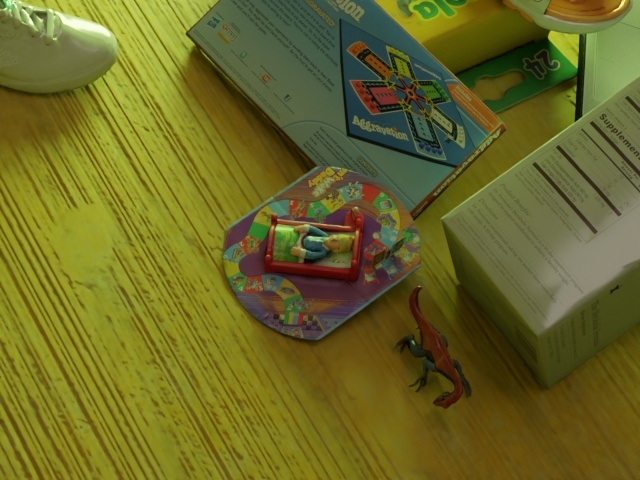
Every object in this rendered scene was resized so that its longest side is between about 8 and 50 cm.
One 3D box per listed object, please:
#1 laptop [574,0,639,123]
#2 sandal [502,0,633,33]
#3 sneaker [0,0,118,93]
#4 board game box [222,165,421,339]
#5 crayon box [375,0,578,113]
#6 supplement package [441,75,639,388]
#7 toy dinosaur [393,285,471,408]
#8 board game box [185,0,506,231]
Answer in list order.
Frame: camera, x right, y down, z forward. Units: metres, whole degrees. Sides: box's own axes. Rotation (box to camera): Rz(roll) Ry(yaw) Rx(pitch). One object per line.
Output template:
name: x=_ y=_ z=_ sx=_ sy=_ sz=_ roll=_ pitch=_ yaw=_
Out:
laptop: x=0.468 y=-0.166 z=1.602 sx=0.408 sy=0.236 sz=0.382 roll=17 pitch=50 yaw=-9
sandal: x=0.174 y=-0.286 z=1.622 sx=0.265 sy=0.076 sz=0.102 roll=33 pitch=52 yaw=12
sneaker: x=-0.282 y=-0.191 z=1.531 sx=0.212 sy=0.094 sz=0.080 roll=5 pitch=51 yaw=-10
board game box: x=0.000 y=0.000 z=1.468 sx=0.169 sy=0.033 sz=0.133 roll=-34 pitch=67 yaw=-19
crayon box: x=0.091 y=-0.261 z=1.686 sx=0.203 sy=0.083 sz=0.323 roll=-26 pitch=63 yaw=-29
supplement package: x=0.241 y=-0.016 z=1.441 sx=0.244 sy=0.139 sz=0.134 roll=-36 pitch=66 yaw=-5
toy dinosaur: x=0.091 y=0.097 z=1.421 sx=0.047 sy=0.090 sz=0.082 roll=-25 pitch=29 yaw=-12
board game box: x=0.019 y=-0.144 z=1.563 sx=0.145 sy=0.027 sz=0.281 roll=-45 pitch=69 yaw=3
